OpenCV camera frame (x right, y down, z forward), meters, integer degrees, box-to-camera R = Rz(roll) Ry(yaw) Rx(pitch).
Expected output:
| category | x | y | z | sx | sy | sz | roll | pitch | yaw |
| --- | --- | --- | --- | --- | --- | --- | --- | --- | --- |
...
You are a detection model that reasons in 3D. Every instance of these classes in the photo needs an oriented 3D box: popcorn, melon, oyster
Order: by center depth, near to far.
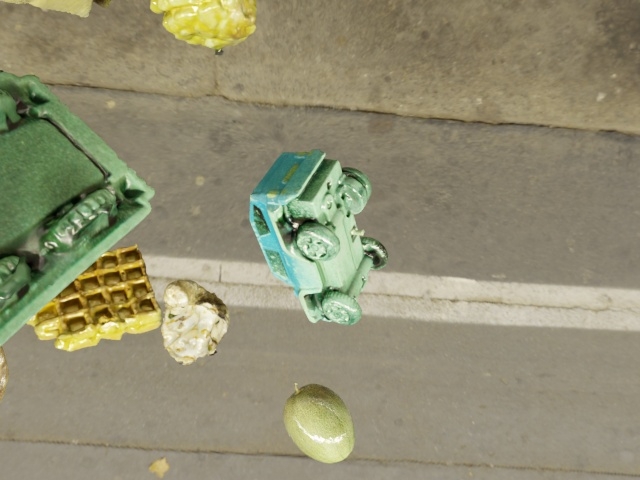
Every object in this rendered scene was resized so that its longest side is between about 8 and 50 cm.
| category | x | y | z | sx | sy | sz | roll | pitch | yaw |
| --- | --- | --- | --- | --- | --- | --- | --- | --- | --- |
| popcorn | -0.178 | -0.372 | 0.951 | 0.173 | 0.173 | 0.142 | -21 | 80 | 0 |
| melon | -0.005 | 0.385 | 1.290 | 0.139 | 0.139 | 0.192 | -34 | 95 | 2 |
| oyster | -0.304 | 0.189 | 1.383 | 0.166 | 0.094 | 0.294 | 10 | 137 | -25 |

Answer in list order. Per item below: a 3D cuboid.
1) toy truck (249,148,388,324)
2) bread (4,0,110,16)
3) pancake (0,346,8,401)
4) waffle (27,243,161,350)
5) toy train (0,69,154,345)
| category | x | y | z | sx | sy | sz | roll | pitch | yaw |
| --- | --- | --- | --- | --- | --- | --- | --- | --- | --- |
| toy truck | 0.000 | 0.000 | 0.945 | 0.156 | 0.155 | 0.279 | 9 | 138 | 27 |
| bread | -0.248 | -0.374 | 0.444 | 0.405 | 0.242 | 0.346 | -40 | 98 | 24 |
| pancake | -0.803 | 0.297 | 1.293 | 0.250 | 0.031 | 0.250 | -2 | 93 | -36 |
| waffle | -0.388 | 0.102 | 1.006 | 0.210 | 0.055 | 0.160 | -16 | 55 | -24 |
| toy train | -0.241 | 0.032 | 0.327 | 0.138 | 0.330 | 0.178 | 45 | 123 | -9 |
